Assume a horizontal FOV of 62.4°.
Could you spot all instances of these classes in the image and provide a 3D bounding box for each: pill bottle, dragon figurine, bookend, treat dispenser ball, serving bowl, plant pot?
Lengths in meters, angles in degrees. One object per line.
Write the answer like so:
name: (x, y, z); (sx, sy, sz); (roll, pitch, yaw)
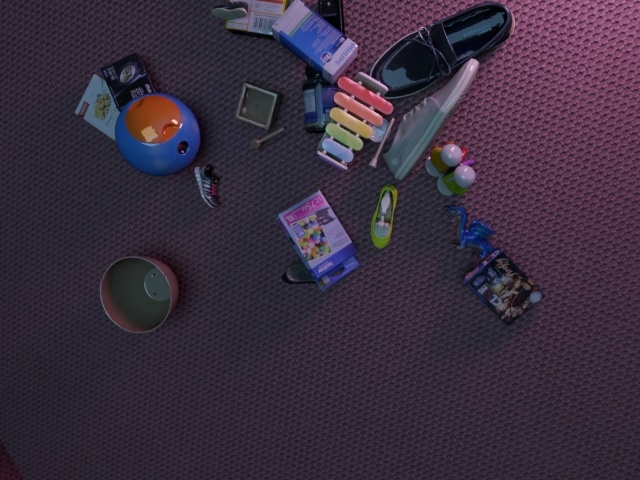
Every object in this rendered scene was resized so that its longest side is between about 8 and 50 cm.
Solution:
pill bottle: (0.002, -0.484, 1.813); (0.122, 0.123, 0.220); (-2, 97, 11)
dragon figurine: (0.539, -0.019, 1.790); (0.289, 0.085, 0.144); (27, 102, 8)
bookend: (0.000, -0.764, 1.801); (0.156, 0.072, 0.158); (-2, 97, 12)
treat dispenser ball: (-0.570, -0.370, 1.859); (0.287, 0.288, 0.289); (2, 98, 11)
serving bowl: (0.203, -0.383, 1.836); (0.083, 0.027, 0.084); (1, 97, 10)
plant pot: (-0.651, 0.184, 1.999); (0.283, 0.191, 0.285); (2, 99, 11)

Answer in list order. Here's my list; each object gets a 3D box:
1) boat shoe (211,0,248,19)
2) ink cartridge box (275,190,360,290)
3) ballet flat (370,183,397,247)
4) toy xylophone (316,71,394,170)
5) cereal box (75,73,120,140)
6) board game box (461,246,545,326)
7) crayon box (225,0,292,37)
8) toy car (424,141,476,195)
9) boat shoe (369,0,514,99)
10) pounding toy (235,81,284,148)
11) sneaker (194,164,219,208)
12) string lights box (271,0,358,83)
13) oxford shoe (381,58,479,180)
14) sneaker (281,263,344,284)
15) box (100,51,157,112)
boat shoe: (-0.307, -0.782, 1.792); (0.132, 0.049, 0.042); (3, 71, 18)
ink cartridge box: (0.000, 0.000, 1.870); (0.185, 0.065, 0.311); (-32, 93, -19)
ballet flat: (0.220, -0.082, 1.848); (0.077, 0.077, 0.231); (11, 100, 9)
toy xylophone: (0.125, -0.378, 1.744); (0.236, 0.081, 0.323); (19, 90, -12)
cereal box: (-0.794, -0.493, 2.007); (0.240, 0.047, 0.173); (33, 101, 5)
board game box: (0.616, 0.158, 1.781); (0.243, 0.042, 0.165); (42, 105, -17)
crayon box: (-0.198, -0.873, 1.820); (0.202, 0.083, 0.323); (12, 101, 9)
toy car: (0.450, -0.245, 1.762); (0.136, 0.159, 0.182); (-32, 90, -23)
boat shoe: (0.382, -0.618, 1.705); (0.499, 0.156, 0.187); (-23, 95, 15)
pounding toy: (-0.202, -0.433, 1.882); (0.180, 0.094, 0.206); (20, 110, 3)
sneaker: (-0.407, -0.205, 1.962); (0.074, 0.063, 0.171); (-21, 88, 19)
string lights box: (-0.019, -0.649, 1.723); (0.259, 0.077, 0.133); (40, 84, 5)
oxford shoe: (0.346, -0.398, 1.717); (0.130, 0.169, 0.449); (41, 118, 10)
sneaker: (-0.029, 0.120, 1.934); (0.221, 0.118, 0.083); (3, 79, -17)
box: (-0.692, -0.567, 1.931); (0.147, 0.077, 0.180); (-24, 83, -2)
